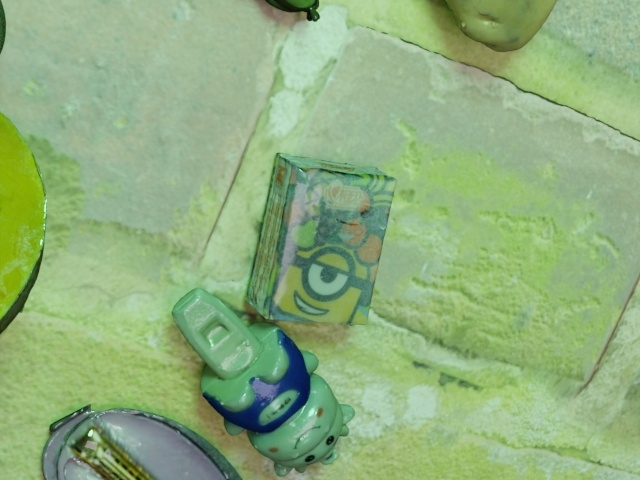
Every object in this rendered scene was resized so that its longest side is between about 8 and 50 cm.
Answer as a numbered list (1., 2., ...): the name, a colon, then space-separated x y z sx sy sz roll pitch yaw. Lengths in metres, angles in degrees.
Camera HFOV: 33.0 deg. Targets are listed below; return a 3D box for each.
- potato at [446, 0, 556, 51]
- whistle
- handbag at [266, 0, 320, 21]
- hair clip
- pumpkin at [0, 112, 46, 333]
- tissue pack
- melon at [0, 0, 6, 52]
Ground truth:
1. potato: 0.163 -0.287 0.938 0.161 0.128 0.234 13 108 -23
2. whistle: -0.052 0.137 1.013 0.110 0.092 0.244 -38 120 -2
3. handbag: -0.032 -0.236 0.915 0.072 0.047 0.111 -37 117 -7
4. hair clip: -0.123 0.279 1.056 0.110 0.095 0.358 -27 113 26
5. pumpkin: -0.301 0.002 0.833 0.217 0.217 0.110 -37 160 -8
6. tissue pack: 0.000 0.000 1.006 0.109 0.060 0.148 5 105 -26
7. melon: -0.290 -0.175 0.794 0.098 0.098 0.130 -39 116 -7
